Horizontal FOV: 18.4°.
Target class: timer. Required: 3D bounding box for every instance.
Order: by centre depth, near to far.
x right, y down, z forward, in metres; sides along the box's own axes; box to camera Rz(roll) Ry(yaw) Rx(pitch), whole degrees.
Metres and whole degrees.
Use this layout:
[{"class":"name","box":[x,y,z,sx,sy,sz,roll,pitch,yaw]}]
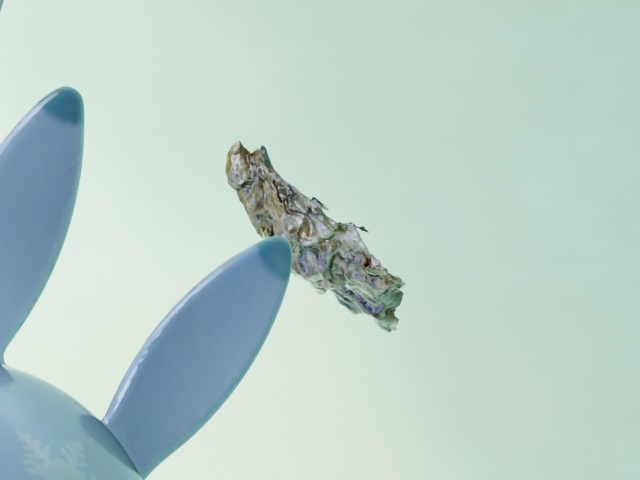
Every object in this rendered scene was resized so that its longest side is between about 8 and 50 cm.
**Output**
[{"class":"timer","box":[-0.128,0.089,0.765,0.175,0.175,0.255,-25,32,33]}]

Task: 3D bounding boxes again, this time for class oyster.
[{"class":"oyster","box":[-0.007,-0.003,1.246,0.051,0.103,0.148,-37,74,-7]}]

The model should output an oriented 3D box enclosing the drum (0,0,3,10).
[{"class":"drum","box":[-0.331,-0.130,1.557,0.049,0.130,0.253,28,69,8]}]
